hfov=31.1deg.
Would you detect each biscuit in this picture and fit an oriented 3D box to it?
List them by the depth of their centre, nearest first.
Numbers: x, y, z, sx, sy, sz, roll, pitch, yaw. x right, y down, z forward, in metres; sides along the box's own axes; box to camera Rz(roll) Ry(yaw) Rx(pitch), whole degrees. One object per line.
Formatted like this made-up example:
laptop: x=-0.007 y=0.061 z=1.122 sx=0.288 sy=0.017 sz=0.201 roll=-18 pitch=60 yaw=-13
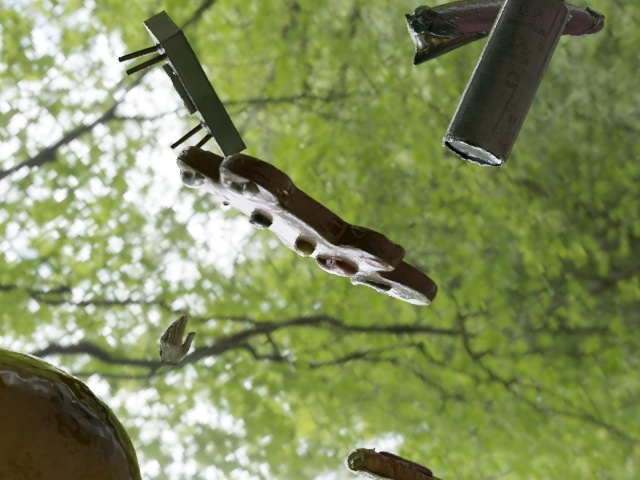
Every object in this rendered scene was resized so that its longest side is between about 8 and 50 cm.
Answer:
biscuit: x=-0.001 y=0.001 z=1.653 sx=0.432 sy=0.064 sz=0.283 roll=34 pitch=168 yaw=-31

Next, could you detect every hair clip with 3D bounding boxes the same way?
hair clip: x=0.295 y=-0.354 z=1.865 sx=0.110 sy=0.359 sz=0.095 roll=-173 pitch=70 yaw=-70

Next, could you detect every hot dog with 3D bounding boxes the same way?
hot dog: x=0.129 y=0.346 z=1.686 sx=0.216 sy=0.066 sz=0.047 roll=28 pitch=-104 yaw=-32

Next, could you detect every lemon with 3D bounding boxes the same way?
lemon: x=-0.298 y=0.220 z=1.026 sx=0.284 sy=0.260 sz=0.260 roll=9 pitch=-130 yaw=-46

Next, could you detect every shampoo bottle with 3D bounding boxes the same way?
shampoo bottle: x=0.188 y=-0.176 z=1.106 sx=0.072 sy=0.214 sz=0.072 roll=24 pitch=173 yaw=3

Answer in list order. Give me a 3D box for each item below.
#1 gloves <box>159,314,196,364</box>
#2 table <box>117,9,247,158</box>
gloves: x=-0.185 y=0.134 z=1.484 sx=0.044 sy=0.081 sz=0.037 roll=16 pitch=-175 yaw=10
table: x=-0.236 y=-0.240 z=1.910 sx=0.240 sy=0.111 sz=0.121 roll=61 pitch=175 yaw=-33
